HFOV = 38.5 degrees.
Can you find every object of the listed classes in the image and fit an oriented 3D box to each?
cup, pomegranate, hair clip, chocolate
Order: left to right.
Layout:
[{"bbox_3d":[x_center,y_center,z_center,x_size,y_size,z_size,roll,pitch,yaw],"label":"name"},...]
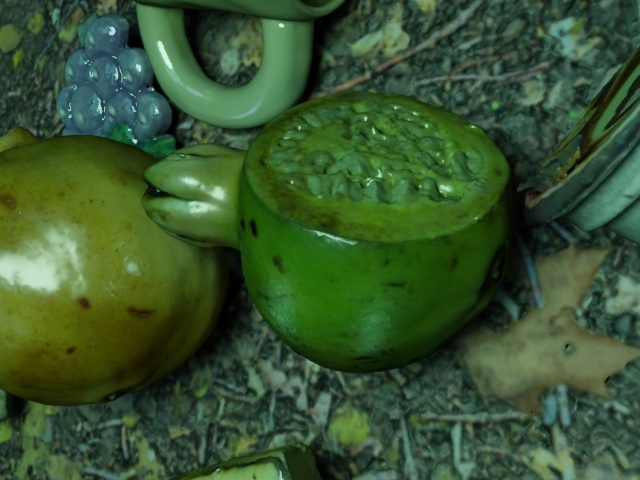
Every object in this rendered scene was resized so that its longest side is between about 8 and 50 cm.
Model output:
[{"bbox_3d":[-0.193,0.024,0.720,0.233,0.233,0.233,-3,83,29],"label":"pomegranate"},{"bbox_3d":[-0.183,-0.109,0.835,0.124,0.052,0.195,-24,82,33],"label":"hair clip"},{"bbox_3d":[-0.073,-0.237,0.742,0.202,0.255,0.173,14,49,28],"label":"cup"},{"bbox_3d":[0.007,0.008,0.619,0.190,0.240,0.159,-113,22,-50],"label":"pomegranate"},{"bbox_3d":[0.226,-0.048,0.538,0.147,0.221,0.221,43,107,-1],"label":"chocolate"}]

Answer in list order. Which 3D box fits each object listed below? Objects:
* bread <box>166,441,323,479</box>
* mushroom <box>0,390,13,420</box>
[{"bbox_3d":[-0.063,0.280,0.645,0.178,0.135,0.240,-17,77,8],"label":"bread"},{"bbox_3d":[-0.397,0.129,0.850,0.243,0.243,0.244,-3,83,29],"label":"mushroom"}]
